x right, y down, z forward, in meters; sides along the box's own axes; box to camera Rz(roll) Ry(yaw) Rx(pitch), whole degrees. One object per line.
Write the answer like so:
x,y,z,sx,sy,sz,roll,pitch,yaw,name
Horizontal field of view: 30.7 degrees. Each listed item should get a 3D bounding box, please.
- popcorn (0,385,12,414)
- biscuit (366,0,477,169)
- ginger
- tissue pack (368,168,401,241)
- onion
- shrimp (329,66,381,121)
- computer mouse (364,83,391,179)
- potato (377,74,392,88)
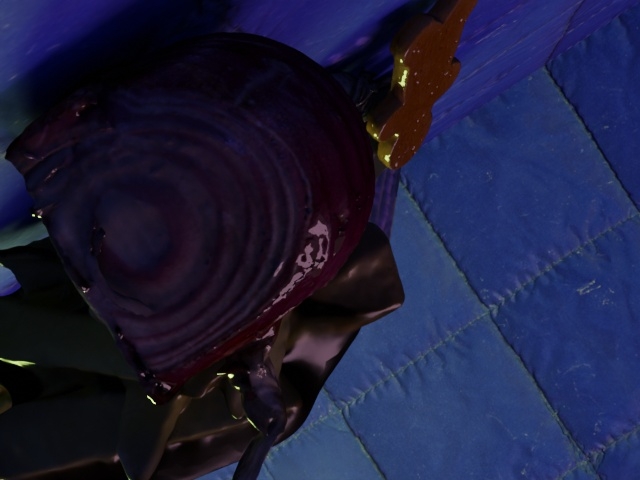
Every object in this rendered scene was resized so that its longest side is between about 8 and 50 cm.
-0.395,0.186,1.522,0.218,0.169,0.189,-27,-179,43,popcorn
0.107,-0.180,1.346,0.165,0.036,0.250,-41,157,-32,biscuit
-0.162,0.029,1.064,0.413,0.358,0.211,-27,141,-6,ginger
0.000,0.000,1.840,0.242,0.125,0.344,-33,-151,35,tissue pack
-0.077,-0.032,0.823,0.230,0.272,0.256,-37,-146,-3,onion
0.035,-0.164,1.353,0.090,0.079,0.233,-30,-176,27,shrimp
-0.025,-0.075,1.564,0.429,0.145,0.228,-47,178,28,computer mouse
0.099,-0.204,1.637,0.068,0.062,0.083,-18,-156,17,potato
